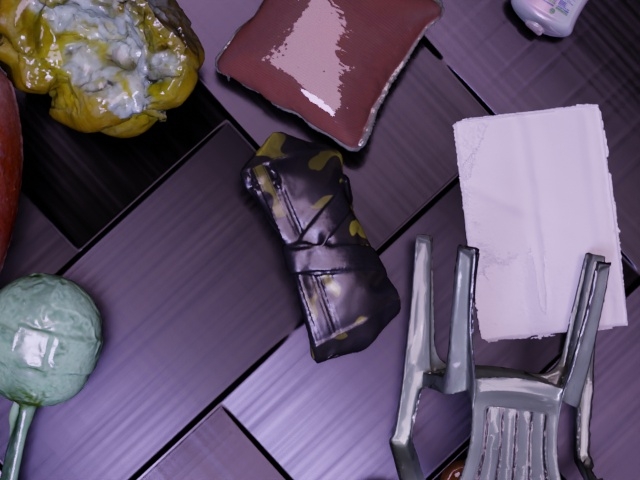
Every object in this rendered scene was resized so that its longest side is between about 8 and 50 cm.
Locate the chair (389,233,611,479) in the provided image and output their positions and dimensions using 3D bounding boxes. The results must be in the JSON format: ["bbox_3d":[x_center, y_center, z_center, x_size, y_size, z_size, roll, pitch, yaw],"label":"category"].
[{"bbox_3d":[0.177,0.142,1.517,0.203,0.190,0.275,4,93,-4],"label":"chair"}]

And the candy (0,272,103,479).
[{"bbox_3d":[-0.304,0.246,1.547,0.119,0.119,0.440,13,94,-2],"label":"candy"}]

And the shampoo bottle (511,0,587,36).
[{"bbox_3d":[0.239,-0.253,1.622,0.072,0.043,0.099,31,86,0],"label":"shampoo bottle"}]

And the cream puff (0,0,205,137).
[{"bbox_3d":[-0.224,-0.199,1.543,0.194,0.195,0.221,-35,100,-5],"label":"cream puff"}]

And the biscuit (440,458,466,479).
[{"bbox_3d":[0.137,0.385,1.571,0.202,0.047,0.334,-17,85,-2],"label":"biscuit"}]

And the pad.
[{"bbox_3d":[0.223,-0.017,1.623,0.156,0.004,0.232,-7,86,-3],"label":"pad"}]

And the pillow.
[{"bbox_3d":[0.009,-0.201,1.591,0.171,0.075,0.179,31,86,0],"label":"pillow"}]

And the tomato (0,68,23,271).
[{"bbox_3d":[-0.438,-0.050,1.445,0.338,0.144,0.338,0,87,3],"label":"tomato"}]

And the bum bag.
[{"bbox_3d":[0.000,0.000,1.585,0.106,0.060,0.233,-20,89,-13],"label":"bum bag"}]
